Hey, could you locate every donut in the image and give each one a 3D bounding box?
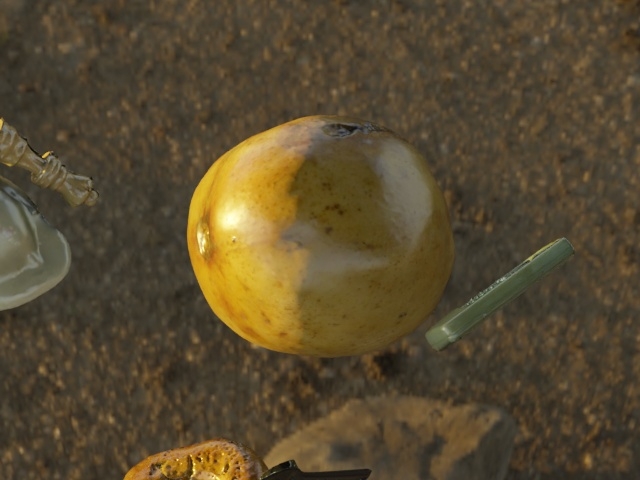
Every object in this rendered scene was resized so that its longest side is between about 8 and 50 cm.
[{"bbox_3d":[-0.150,0.346,1.652,0.227,0.114,0.226,-8,42,7],"label":"donut"}]

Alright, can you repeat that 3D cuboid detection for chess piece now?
[{"bbox_3d":[-0.375,-0.098,1.833,0.172,0.060,0.060,32,42,-27],"label":"chess piece"}]

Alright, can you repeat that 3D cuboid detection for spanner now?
[{"bbox_3d":[-0.002,0.241,1.379,0.046,0.208,0.012,-40,64,19],"label":"spanner"}]

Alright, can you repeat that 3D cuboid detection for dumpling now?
[{"bbox_3d":[-0.511,0.008,1.818,0.318,0.187,0.243,21,59,22],"label":"dumpling"}]

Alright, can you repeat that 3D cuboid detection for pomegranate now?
[{"bbox_3d":[0.000,0.000,1.308,0.260,0.260,0.260,1,48,-1],"label":"pomegranate"}]

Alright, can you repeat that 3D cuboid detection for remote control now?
[{"bbox_3d":[0.248,0.074,1.872,0.233,0.098,0.038,-34,88,-15],"label":"remote control"}]
